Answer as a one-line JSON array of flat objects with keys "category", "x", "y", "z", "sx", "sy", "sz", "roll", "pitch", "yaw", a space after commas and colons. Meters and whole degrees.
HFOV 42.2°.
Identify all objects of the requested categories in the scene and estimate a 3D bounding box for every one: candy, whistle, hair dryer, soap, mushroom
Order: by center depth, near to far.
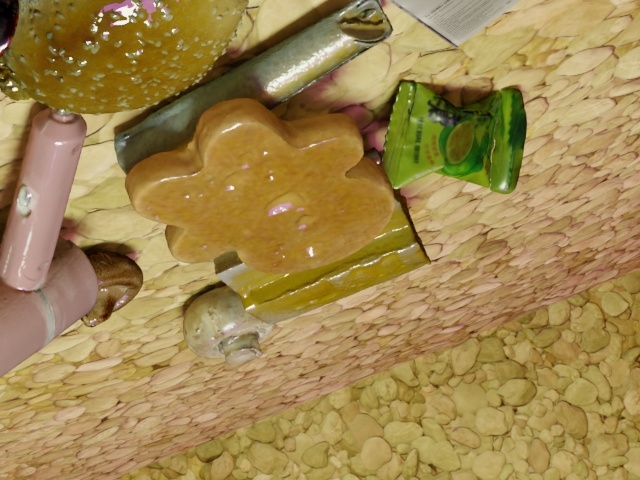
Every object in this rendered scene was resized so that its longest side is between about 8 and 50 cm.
[{"category": "whistle", "x": -0.074, "y": -0.159, "z": 0.879, "sx": 0.326, "sy": 0.057, "sz": 0.068, "roll": -28, "pitch": 158, "yaw": 13}, {"category": "hair dryer", "x": -0.327, "y": 0.001, "z": 0.883, "sx": 0.210, "sy": 0.125, "sz": 0.352, "roll": -44, "pitch": 164, "yaw": -54}, {"category": "candy", "x": 0.177, "y": -0.139, "z": 1.116, "sx": 0.246, "sy": 0.149, "sz": 0.069, "roll": -2, "pitch": -167, "yaw": -39}, {"category": "mushroom", "x": -0.303, "y": 0.062, "z": 1.136, "sx": 0.109, "sy": 0.085, "sz": 0.126, "roll": -54, "pitch": 163, "yaw": -17}, {"category": "soap", "x": 0.000, "y": 0.000, "z": 1.227, "sx": 0.281, "sy": 0.143, "sz": 0.259, "roll": -22, "pitch": 155, "yaw": 10}, {"category": "mushroom", "x": -0.154, "y": 0.146, "z": 1.416, "sx": 0.166, "sy": 0.127, "sz": 0.166, "roll": -18, "pitch": 151, "yaw": -11}]

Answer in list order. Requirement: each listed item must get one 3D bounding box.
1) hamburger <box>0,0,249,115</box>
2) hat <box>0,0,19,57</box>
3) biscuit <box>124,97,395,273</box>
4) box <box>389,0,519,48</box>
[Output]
[{"category": "hamburger", "x": -0.168, "y": -0.175, "z": 0.666, "sx": 0.215, "sy": 0.122, "sz": 0.189, "roll": -31, "pitch": 159, "yaw": 24}, {"category": "hat", "x": -0.250, "y": -0.165, "z": 0.549, "sx": 0.129, "sy": 0.140, "sz": 0.227, "roll": -31, "pitch": 173, "yaw": -35}, {"category": "biscuit", "x": -0.051, "y": -0.052, "z": 0.967, "sx": 0.275, "sy": 0.052, "sz": 0.355, "roll": -34, "pitch": 149, "yaw": 26}, {"category": "box", "x": 0.130, "y": -0.279, "z": 0.836, "sx": 0.129, "sy": 0.033, "sz": 0.247, "roll": -33, "pitch": 156, "yaw": 26}]
